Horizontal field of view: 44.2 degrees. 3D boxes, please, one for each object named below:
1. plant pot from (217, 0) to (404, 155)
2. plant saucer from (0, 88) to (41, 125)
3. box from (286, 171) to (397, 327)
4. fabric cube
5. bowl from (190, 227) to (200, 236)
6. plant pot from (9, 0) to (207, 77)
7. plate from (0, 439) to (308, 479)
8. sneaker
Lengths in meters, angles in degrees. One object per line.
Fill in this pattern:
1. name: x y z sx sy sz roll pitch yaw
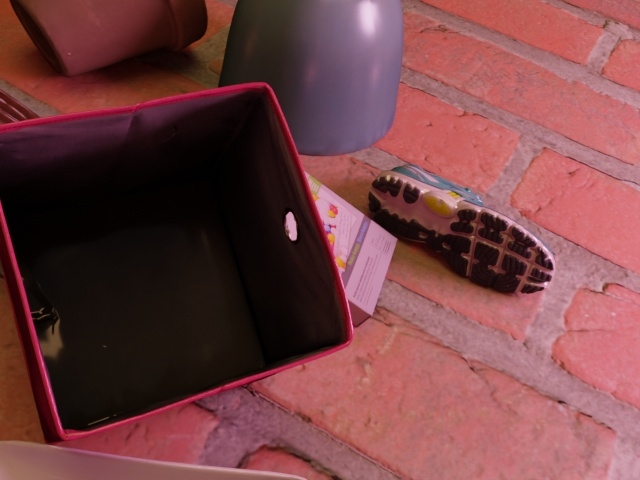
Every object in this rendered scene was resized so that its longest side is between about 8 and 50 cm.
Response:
1. plant pot: -0.005 -0.311 1.203 0.293 0.235 0.293 6 46 -6
2. plant saucer: -0.386 -0.140 0.933 0.310 0.310 0.050 38 91 24
3. box: 0.000 0.000 0.983 0.186 0.038 0.145 35 44 -11
4. fabric cube: -0.158 0.034 0.750 0.259 0.258 0.254 -15 80 -24
5. bowl: -0.128 -0.036 0.997 0.170 0.080 0.170 19 51 -25
6. plant pot: -0.340 -0.373 1.212 0.229 0.263 0.263 -37 60 -16
7. plate: -0.155 0.314 0.623 0.277 0.045 0.278 8 72 -3
8. sneaker: 0.199 -0.030 1.066 0.275 0.107 0.110 33 39 20
